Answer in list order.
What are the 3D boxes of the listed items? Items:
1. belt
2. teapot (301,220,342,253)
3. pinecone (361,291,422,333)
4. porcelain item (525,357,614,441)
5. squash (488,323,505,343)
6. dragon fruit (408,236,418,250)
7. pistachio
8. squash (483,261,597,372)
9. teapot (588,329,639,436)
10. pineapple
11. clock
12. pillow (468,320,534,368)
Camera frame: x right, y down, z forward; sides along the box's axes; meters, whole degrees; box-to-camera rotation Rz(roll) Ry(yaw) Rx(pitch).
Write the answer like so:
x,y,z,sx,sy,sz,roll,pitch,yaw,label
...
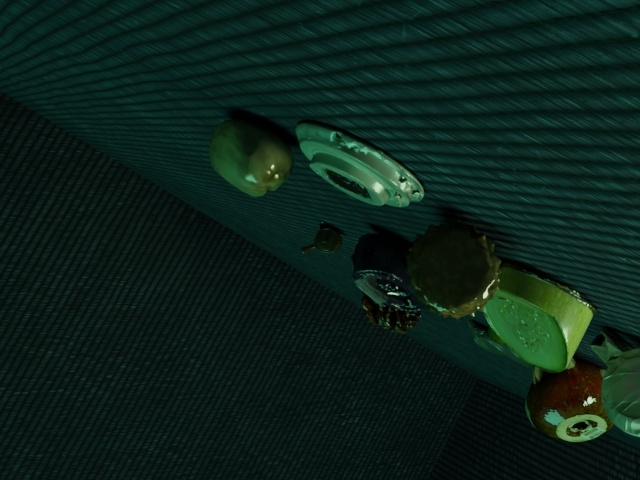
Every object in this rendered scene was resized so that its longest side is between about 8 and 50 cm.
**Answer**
x,y,z,sx,sy,sz,roll,pitch,yaw,label
0.165,0.066,1.837,0.140,0.126,0.230,-8,149,37,belt
0.000,0.000,2.119,0.080,0.110,0.085,10,-120,-70,teapot
0.215,0.195,2.418,0.195,0.150,0.179,21,170,42,pinecone
0.641,0.386,2.066,0.253,0.253,0.253,28,173,4,porcelain item
0.451,0.217,2.010,0.066,0.066,0.201,26,172,18,squash
0.224,0.048,1.659,0.106,0.083,0.162,31,175,3,dragon fruit
-0.126,-0.157,1.454,0.200,0.117,0.145,31,139,55,pistachio
0.378,0.128,1.477,0.220,0.133,0.220,34,171,6,squash
0.612,0.287,1.522,0.221,0.163,0.178,21,176,46,teapot
0.238,0.056,1.438,0.169,0.169,0.340,27,-179,11,pineapple
0.055,-0.110,1.303,0.236,0.053,0.236,27,173,3,clock
0.549,0.316,2.367,0.255,0.059,0.169,23,168,44,pillow
